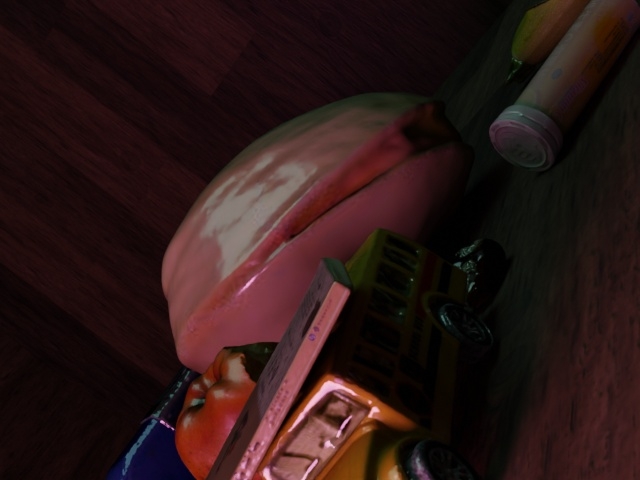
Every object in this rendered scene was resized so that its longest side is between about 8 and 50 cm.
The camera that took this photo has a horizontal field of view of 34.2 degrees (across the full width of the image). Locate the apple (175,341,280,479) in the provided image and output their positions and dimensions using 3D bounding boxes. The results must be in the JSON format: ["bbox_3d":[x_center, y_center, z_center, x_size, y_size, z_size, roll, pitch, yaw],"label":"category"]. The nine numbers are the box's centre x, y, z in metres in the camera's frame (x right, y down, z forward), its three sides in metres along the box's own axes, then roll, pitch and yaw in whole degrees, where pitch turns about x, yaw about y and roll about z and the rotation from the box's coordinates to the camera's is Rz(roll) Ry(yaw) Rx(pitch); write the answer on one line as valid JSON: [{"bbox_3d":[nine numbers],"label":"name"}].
[{"bbox_3d":[-0.042,0.165,0.892,0.156,0.158,0.147,-80,14,-59],"label":"apple"}]

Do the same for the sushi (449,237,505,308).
[{"bbox_3d":[0.144,0.033,0.934,0.046,0.044,0.083,-21,25,36],"label":"sushi"}]

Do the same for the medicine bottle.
[{"bbox_3d":[0.262,-0.171,1.090,0.218,0.074,0.074,-52,4,-24],"label":"medicine bottle"}]

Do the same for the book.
[{"bbox_3d":[-0.034,0.105,0.700,0.198,0.016,0.138,-62,5,4],"label":"book"}]

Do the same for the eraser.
[{"bbox_3d":[-0.156,0.247,1.468,0.332,0.155,0.101,-55,6,-30],"label":"eraser"}]

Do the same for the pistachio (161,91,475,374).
[{"bbox_3d":[0.000,0.000,1.271,0.445,0.281,0.365,-39,-9,-12],"label":"pistachio"}]

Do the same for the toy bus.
[{"bbox_3d":[0.040,0.110,0.747,0.121,0.123,0.335,-53,5,24],"label":"toy bus"}]

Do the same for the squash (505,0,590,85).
[{"bbox_3d":[0.323,-0.309,1.511,0.200,0.075,0.090,-49,10,38],"label":"squash"}]
